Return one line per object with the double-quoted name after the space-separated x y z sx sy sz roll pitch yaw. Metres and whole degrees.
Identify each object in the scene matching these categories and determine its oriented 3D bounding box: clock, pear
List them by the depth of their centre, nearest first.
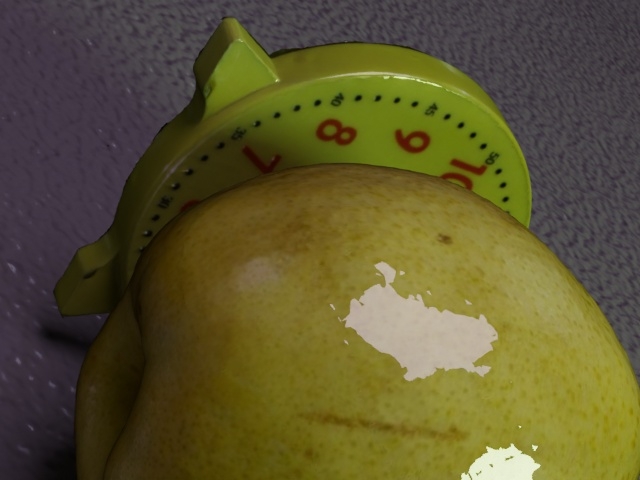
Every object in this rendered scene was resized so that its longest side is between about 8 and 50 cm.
0.017 0.105 1.043 0.314 0.314 0.314 27 31 -18 "pear"
0.003 0.003 1.186 0.293 0.277 0.071 11 35 -30 "clock"
